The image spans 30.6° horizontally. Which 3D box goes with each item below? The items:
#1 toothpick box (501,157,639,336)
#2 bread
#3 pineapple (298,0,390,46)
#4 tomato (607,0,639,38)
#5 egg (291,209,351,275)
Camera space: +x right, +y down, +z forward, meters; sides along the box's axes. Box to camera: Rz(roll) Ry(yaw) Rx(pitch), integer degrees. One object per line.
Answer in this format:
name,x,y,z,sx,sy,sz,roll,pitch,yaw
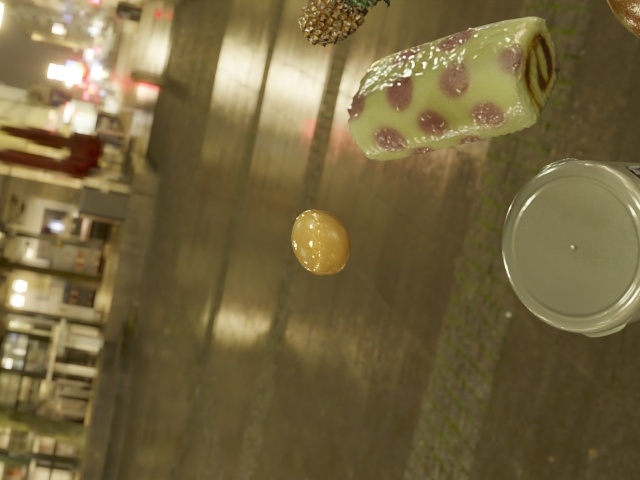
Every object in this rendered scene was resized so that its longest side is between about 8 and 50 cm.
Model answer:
toothpick box,0.385,0.005,1.514,0.229,0.316,0.229,3,94,37
bread,0.221,-0.256,1.967,0.338,0.155,0.187,-9,36,39
pineapple,0.051,-0.364,1.787,0.221,0.103,0.083,-26,79,42
tomato,0.522,-0.424,1.695,0.270,0.223,0.270,-27,50,37
egg,0.000,0.000,1.614,0.080,0.080,0.096,-96,-8,-52
